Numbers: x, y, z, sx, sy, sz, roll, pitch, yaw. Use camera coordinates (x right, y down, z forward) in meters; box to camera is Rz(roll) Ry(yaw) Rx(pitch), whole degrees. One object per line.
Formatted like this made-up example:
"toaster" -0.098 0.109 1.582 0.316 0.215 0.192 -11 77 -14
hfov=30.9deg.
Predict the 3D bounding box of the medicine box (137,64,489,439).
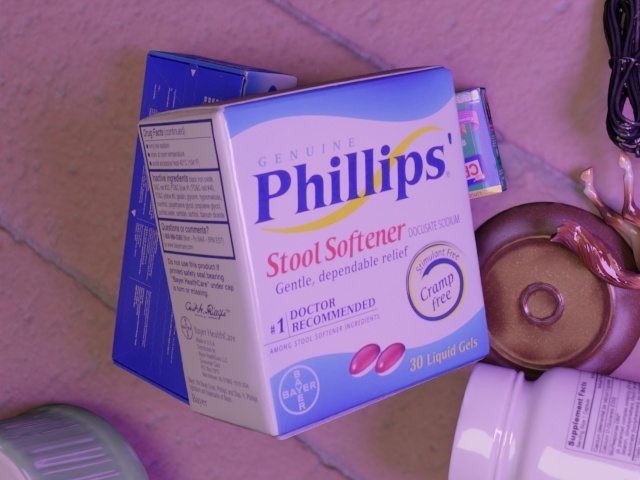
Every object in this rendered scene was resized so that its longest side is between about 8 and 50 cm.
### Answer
"medicine box" 0.000 0.000 1.083 0.149 0.264 0.289 5 107 54

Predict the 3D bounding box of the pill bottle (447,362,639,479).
"pill bottle" 0.272 0.210 1.094 0.283 0.160 0.160 11 101 15

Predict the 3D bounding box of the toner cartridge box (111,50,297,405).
"toner cartridge box" -0.127 -0.014 1.218 0.165 0.075 0.347 19 105 42

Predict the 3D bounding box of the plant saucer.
"plant saucer" 0.224 0.061 1.162 0.199 0.036 0.198 3 98 19

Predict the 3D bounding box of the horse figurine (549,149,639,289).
"horse figurine" 0.355 -0.025 1.088 0.263 0.066 0.174 -27 85 14

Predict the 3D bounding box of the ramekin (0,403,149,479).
"ramekin" -0.338 0.339 1.290 0.303 0.148 0.303 -2 86 34

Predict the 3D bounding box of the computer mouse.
"computer mouse" 0.379 -0.155 1.033 0.262 0.060 0.184 4 76 19

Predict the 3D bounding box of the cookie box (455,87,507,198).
"cookie box" 0.132 -0.092 1.168 0.092 0.040 0.107 -12 94 20
